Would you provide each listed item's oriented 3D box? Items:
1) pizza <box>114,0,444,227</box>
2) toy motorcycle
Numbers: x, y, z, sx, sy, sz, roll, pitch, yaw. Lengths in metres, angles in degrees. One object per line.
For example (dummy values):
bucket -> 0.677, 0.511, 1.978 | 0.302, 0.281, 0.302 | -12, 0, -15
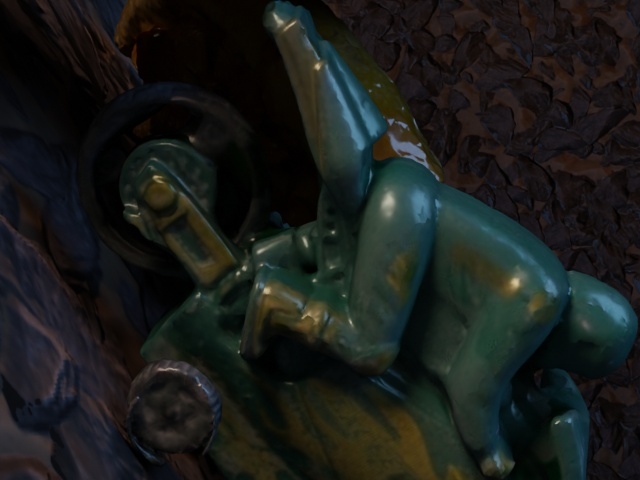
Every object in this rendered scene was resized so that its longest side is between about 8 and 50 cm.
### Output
pizza -> -0.040, -0.047, 0.685 | 0.335, 0.086, 0.226 | 38, -42, 49
toy motorcycle -> 0.025, 0.047, 0.506 | 0.297, 0.198, 0.109 | 57, 14, -11
